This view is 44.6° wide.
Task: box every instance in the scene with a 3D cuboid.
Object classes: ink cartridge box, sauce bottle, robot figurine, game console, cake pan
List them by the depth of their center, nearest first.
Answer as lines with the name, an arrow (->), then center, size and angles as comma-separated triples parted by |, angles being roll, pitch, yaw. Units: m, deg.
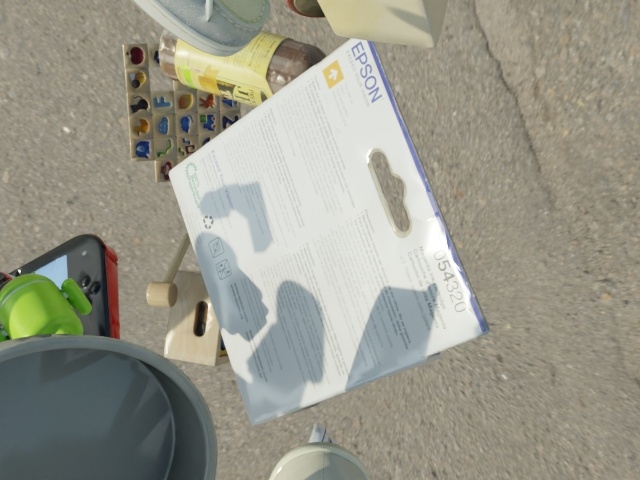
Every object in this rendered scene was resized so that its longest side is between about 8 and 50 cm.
cake pan -> -0.227, 0.201, 0.635 | 0.293, 0.293, 0.054 | -56, 38, -1
robot figurine -> -0.289, 0.081, 0.801 | 0.101, 0.067, 0.115 | -36, 58, -15
ink cartridge box -> 0.000, 0.000, 0.843 | 0.330, 0.071, 0.324 | -28, 75, 35
sauce bottle -> -0.068, -0.242, 1.127 | 0.344, 0.111, 0.112 | 20, 87, 20
game console -> -0.489, 0.192, 1.296 | 0.386, 0.060, 0.342 | -26, 52, 20

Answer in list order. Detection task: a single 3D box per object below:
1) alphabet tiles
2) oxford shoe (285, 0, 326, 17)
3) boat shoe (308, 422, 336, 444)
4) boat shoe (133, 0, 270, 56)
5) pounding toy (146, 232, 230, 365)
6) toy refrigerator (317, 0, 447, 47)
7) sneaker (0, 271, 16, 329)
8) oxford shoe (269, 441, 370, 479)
alphabet tiles -> -0.233, -0.220, 1.349 | 0.198, 0.009, 0.237 | -7, 109, -22
oxford shoe -> 0.113, -0.356, 0.827 | 0.348, 0.123, 0.130 | -14, 76, 15
boat shoe -> 0.009, 0.417, 1.546 | 0.075, 0.226, 0.083 | 20, 69, 6
boat shoe -> -0.122, -0.281, 0.577 | 0.103, 0.320, 0.118 | -6, 39, 33
pounding toy -> -0.163, 0.084, 1.122 | 0.094, 0.206, 0.181 | 7, 89, 16
toy refrigerator -> 0.025, -0.230, 0.499 | 0.094, 0.269, 0.102 | 12, 83, 16
sneaker -> -0.522, 0.138, 1.151 | 0.225, 0.093, 0.088 | -40, 82, 0
oxford shoe -> -0.006, 0.448, 0.861 | 0.169, 0.130, 0.450 | 1, 105, -1
